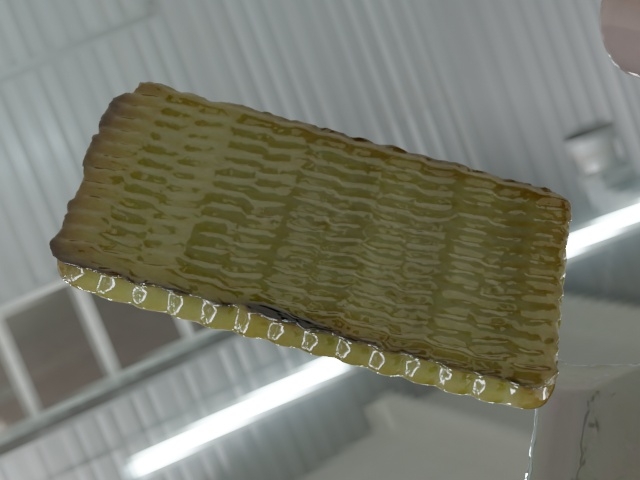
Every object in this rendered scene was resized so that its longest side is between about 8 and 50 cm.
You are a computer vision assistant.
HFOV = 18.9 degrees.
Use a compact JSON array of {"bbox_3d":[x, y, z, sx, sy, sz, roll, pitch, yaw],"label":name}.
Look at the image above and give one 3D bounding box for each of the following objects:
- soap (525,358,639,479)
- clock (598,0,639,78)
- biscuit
[{"bbox_3d":[0.251,0.313,1.189,0.213,0.350,0.435,-7,-142,22],"label":"soap"},{"bbox_3d":[0.187,-0.256,0.752,0.184,0.326,0.342,22,-116,47],"label":"clock"},{"bbox_3d":[0.000,0.000,0.979,0.254,0.029,0.172,16,-142,-1],"label":"biscuit"}]
